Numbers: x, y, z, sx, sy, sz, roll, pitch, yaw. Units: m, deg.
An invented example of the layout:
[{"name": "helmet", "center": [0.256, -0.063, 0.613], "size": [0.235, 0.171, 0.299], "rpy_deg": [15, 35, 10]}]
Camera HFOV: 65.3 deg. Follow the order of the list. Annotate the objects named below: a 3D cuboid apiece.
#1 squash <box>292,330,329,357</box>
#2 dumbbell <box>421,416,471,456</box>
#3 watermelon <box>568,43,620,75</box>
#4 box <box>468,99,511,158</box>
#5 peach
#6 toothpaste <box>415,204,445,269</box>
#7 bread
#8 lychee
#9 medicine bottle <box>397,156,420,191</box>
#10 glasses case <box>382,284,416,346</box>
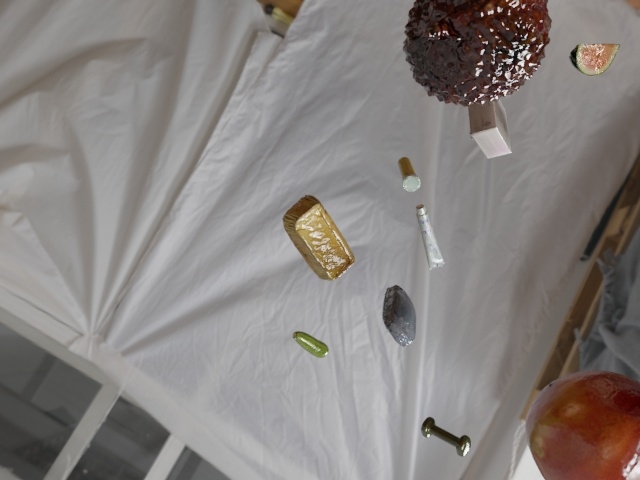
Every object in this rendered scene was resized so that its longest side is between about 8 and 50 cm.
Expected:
[{"name": "squash", "center": [-0.039, 0.412, 1.986], "size": [0.201, 0.066, 0.066], "rpy_deg": [39, 166, -37]}, {"name": "dumbbell", "center": [0.297, 0.464, 1.184], "size": [0.118, 0.046, 0.052], "rpy_deg": [15, 137, 43]}, {"name": "watermelon", "center": [0.768, -0.524, 1.438], "size": [0.164, 0.086, 0.069], "rpy_deg": [-8, -153, -21]}, {"name": "box", "center": [0.640, -0.456, 1.908], "size": [0.106, 0.203, 0.252], "rpy_deg": [-12, 160, 29]}, {"name": "peach", "center": [0.777, 0.543, 1.398], "size": [0.389, 0.388, 0.388], "rpy_deg": [29, 169, 6]}, {"name": "toothpaste", "center": [0.313, -0.006, 1.448], "size": [0.033, 0.052, 0.218], "rpy_deg": [-108, -4, -62]}, {"name": "bread", "center": [0.000, 0.000, 1.642], "size": [0.288, 0.153, 0.119], "rpy_deg": [56, 164, -24]}, {"name": "lychee", "center": [0.441, -0.601, 1.454], "size": [0.425, 0.423, 0.500], "rpy_deg": [23, -156, 36]}, {"name": "medicine bottle", "center": [0.373, -0.289, 2.138], "size": [0.074, 0.074, 0.218], "rpy_deg": [34, -154, -19]}, {"name": "glasses case", "center": [0.232, 0.213, 1.464], "size": [0.109, 0.067, 0.282], "rpy_deg": [49, -160, -6]}]
